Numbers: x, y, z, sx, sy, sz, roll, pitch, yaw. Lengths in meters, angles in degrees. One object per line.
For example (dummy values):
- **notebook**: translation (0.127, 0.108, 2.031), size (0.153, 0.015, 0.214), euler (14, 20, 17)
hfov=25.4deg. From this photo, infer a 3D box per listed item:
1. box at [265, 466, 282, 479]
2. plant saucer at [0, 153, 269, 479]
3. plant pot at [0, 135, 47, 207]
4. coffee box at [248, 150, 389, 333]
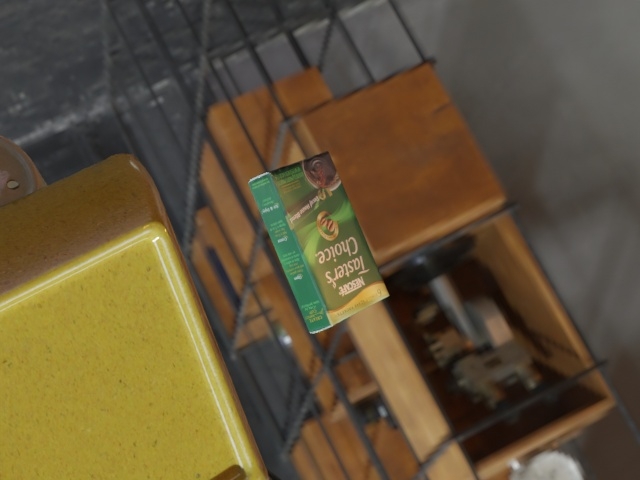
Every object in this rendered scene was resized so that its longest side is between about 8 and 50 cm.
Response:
- **box**: translation (-0.118, 0.301, 1.570), size (0.051, 0.220, 0.175), euler (-27, 143, -45)
- **plant saucer**: translation (-0.188, 0.134, 1.087), size (0.333, 0.332, 0.081), euler (-30, -165, -40)
- **plant pot**: translation (-0.307, 0.041, 1.229), size (0.256, 0.256, 0.274), euler (-20, 148, -26)
- **coffee box**: translation (0.000, 0.000, 1.585), size (0.040, 0.184, 0.113), euler (-21, -179, 42)
